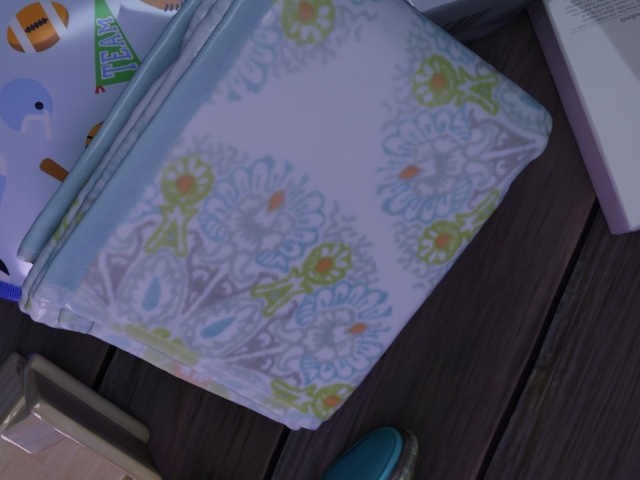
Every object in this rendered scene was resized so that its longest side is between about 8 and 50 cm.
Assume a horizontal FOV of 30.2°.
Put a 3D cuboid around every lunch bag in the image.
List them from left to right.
[{"bbox_3d":[-0.218,-0.117,1.072,0.385,0.239,0.327,17,111,6],"label":"lunch bag"}]

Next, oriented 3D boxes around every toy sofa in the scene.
[{"bbox_3d":[-0.329,0.295,1.154,0.150,0.177,0.362,39,88,-22],"label":"toy sofa"}]

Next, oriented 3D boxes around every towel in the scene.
[{"bbox_3d":[-0.029,-0.035,0.985,0.320,0.090,0.374,29,104,-33],"label":"towel"}]

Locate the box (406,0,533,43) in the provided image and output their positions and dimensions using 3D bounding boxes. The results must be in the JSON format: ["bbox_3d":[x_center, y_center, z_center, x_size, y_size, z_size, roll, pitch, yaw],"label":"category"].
[{"bbox_3d":[0.048,-0.346,1.101,0.215,0.168,0.345,-23,84,-31],"label":"box"}]

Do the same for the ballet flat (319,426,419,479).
[{"bbox_3d":[-0.009,0.332,1.158,0.123,0.123,0.348,44,88,2],"label":"ballet flat"}]

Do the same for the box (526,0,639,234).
[{"bbox_3d":[0.298,-0.151,1.172,0.113,0.094,0.275,-19,88,0],"label":"box"}]

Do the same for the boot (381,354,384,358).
[{"bbox_3d":[0.000,0.000,1.178,0.176,0.088,0.244,-4,95,0],"label":"boot"}]
